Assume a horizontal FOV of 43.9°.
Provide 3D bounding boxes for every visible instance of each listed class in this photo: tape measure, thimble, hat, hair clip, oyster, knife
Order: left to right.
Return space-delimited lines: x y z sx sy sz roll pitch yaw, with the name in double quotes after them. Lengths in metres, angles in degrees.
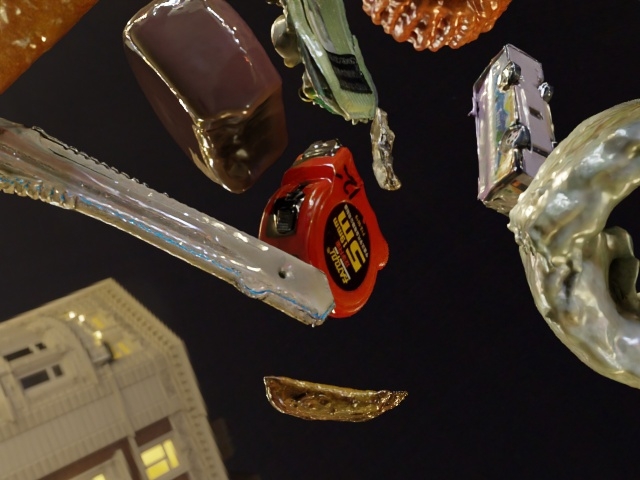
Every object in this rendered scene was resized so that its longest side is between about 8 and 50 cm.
-0.152 -0.014 0.681 0.365 0.089 0.043 26 -42 -8 "knife"
-0.023 -0.283 0.896 0.091 0.138 0.321 -12 -91 25 "hair clip"
0.000 0.001 1.297 0.114 0.260 0.253 -4 -55 34 "tape measure"
0.054 -0.071 0.657 0.083 0.019 0.054 -95 -178 -48 "oyster"
0.158 -0.453 1.087 0.285 0.400 0.285 -2 -101 9 "hat"
0.340 -0.004 0.810 0.291 0.195 0.292 2 -77 8 "thimble"

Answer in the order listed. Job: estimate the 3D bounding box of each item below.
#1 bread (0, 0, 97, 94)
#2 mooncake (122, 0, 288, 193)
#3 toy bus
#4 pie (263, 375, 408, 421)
-0.248 -0.191 0.508 0.110 0.234 0.184 25 -18 44 "bread"
-0.167 -0.242 1.263 0.334 0.174 0.326 34 -24 51 "mooncake"
0.344 -0.197 1.417 0.138 0.112 0.317 -42 -147 44 "toy bus"
0.018 0.222 1.065 0.191 0.033 0.088 6 -40 1 "pie"
